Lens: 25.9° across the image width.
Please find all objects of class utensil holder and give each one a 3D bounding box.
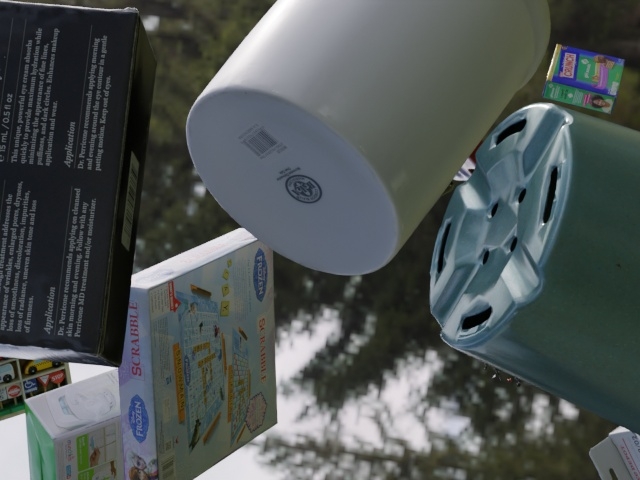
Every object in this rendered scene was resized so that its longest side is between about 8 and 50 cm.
[{"bbox_3d":[0.062,-0.192,1.750,0.385,0.327,0.328,-54,-26,-31],"label":"utensil holder"}]

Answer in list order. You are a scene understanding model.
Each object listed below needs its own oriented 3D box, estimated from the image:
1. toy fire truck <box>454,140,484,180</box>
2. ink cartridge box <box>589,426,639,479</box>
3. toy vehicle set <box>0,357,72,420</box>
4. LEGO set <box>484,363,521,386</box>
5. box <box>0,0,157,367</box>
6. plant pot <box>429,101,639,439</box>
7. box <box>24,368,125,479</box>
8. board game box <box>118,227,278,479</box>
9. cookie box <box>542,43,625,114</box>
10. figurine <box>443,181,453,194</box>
[{"bbox_3d":[0.188,-0.189,2.324,0.169,0.254,0.302,-53,11,-5],"label":"toy fire truck"},{"bbox_3d":[0.413,0.246,1.638,0.181,0.061,0.104,-28,-90,-32],"label":"ink cartridge box"},{"bbox_3d":[-0.585,0.244,2.501,0.035,0.267,0.166,35,137,56],"label":"toy vehicle set"},{"bbox_3d":[0.301,0.208,2.292,0.023,0.083,0.054,-38,-14,-45],"label":"LEGO set"},{"bbox_3d":[-0.344,-0.059,1.401,0.179,0.312,0.343,100,176,-82],"label":"box"},{"bbox_3d":[0.311,0.038,1.379,0.341,0.334,0.341,-54,25,39],"label":"plant pot"},{"bbox_3d":[-0.380,0.371,2.429,0.231,0.127,0.262,-20,-48,-29],"label":"box"},{"bbox_3d":[-0.174,0.173,2.031,0.318,0.066,0.319,-25,-61,-56],"label":"board game box"},{"bbox_3d":[0.397,-0.244,2.098,0.040,0.107,0.092,94,-167,-48],"label":"cookie box"},{"bbox_3d":[0.206,-0.045,2.121,0.092,0.215,0.209,-57,-9,18],"label":"figurine"}]
